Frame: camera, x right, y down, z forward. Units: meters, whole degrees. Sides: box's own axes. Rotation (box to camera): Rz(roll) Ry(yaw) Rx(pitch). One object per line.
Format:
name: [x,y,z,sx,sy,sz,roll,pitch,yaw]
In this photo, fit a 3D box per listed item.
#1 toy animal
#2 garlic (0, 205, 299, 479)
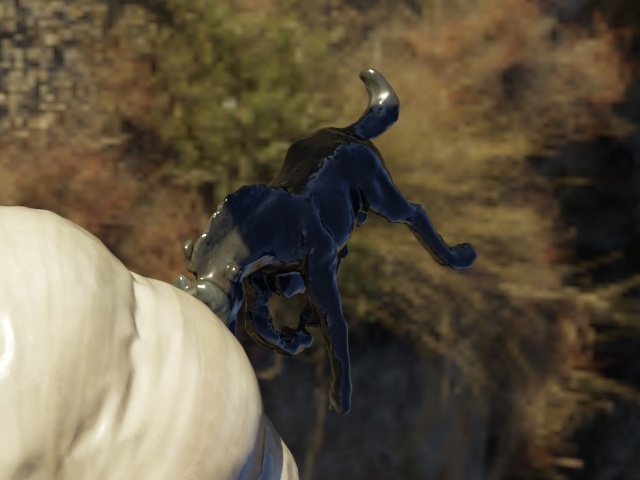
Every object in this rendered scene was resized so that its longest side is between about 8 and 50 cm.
toy animal: [0.000,0.000,1.151,0.232,0.085,0.148,-48,132,-34]
garlic: [-0.105,0.117,0.653,0.212,0.219,0.218,-109,179,-58]
